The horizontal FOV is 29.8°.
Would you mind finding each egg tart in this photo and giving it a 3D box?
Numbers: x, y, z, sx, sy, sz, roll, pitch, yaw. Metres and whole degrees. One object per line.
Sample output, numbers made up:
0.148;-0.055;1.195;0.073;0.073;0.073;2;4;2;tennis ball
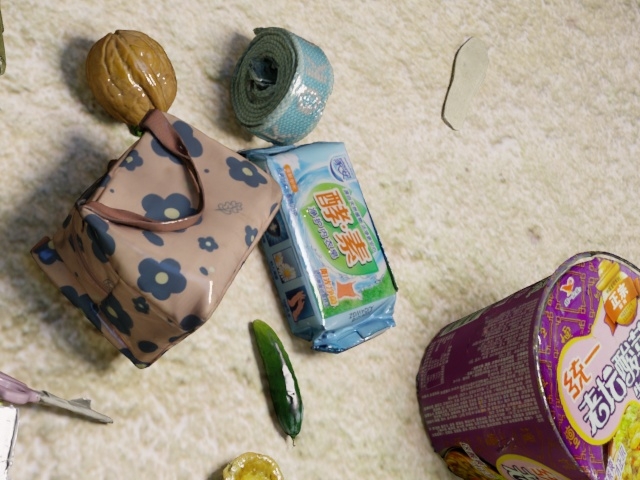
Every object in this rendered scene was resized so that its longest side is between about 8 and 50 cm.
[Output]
-0.083;0.304;1.432;0.105;0.039;0.105;14;66;-36;egg tart

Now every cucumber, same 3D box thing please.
-0.048;0.176;1.509;0.039;0.039;0.167;-11;80;-42;cucumber

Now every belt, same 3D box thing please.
-0.056;-0.202;1.562;0.082;0.163;0.147;26;87;-32;belt

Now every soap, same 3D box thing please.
0.000;0.000;1.583;0.156;0.077;0.293;-18;87;-42;soap

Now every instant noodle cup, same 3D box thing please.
0.312;0.208;1.646;0.340;0.266;0.339;15;64;-35;instant noodle cup

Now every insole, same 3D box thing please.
0.229;-0.253;1.910;0.063;0.010;0.192;38;54;-24;insole

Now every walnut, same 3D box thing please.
-0.226;-0.194;1.451;0.105;0.105;0.124;-46;120;-40;walnut

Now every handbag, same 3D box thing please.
-0.186;-0.011;1.366;0.193;0.190;0.251;42;44;-13;handbag

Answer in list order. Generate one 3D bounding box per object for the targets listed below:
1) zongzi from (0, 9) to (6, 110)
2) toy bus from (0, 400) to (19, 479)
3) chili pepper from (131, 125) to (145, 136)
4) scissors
-0.369;-0.238;1.380;0.154;0.062;0.130;60;36;-14;zongzi
-0.362;0.299;1.158;0.139;0.113;0.301;20;62;-38;toy bus
-0.201;-0.128;1.500;0.083;0.022;0.027;17;98;-36;chili pepper
-0.298;0.164;1.284;0.212;0.110;0.021;27;88;-46;scissors
